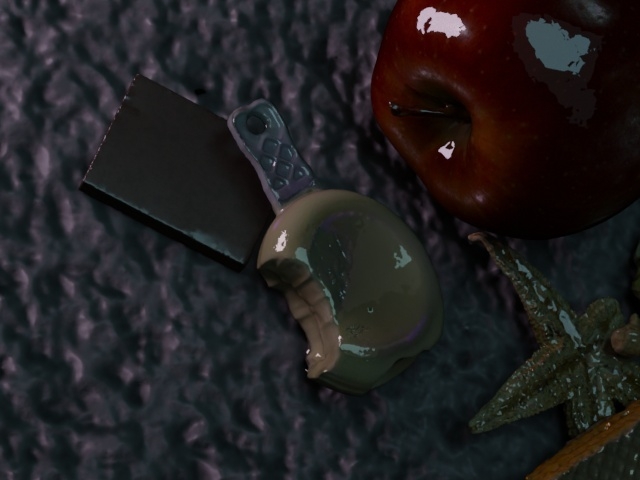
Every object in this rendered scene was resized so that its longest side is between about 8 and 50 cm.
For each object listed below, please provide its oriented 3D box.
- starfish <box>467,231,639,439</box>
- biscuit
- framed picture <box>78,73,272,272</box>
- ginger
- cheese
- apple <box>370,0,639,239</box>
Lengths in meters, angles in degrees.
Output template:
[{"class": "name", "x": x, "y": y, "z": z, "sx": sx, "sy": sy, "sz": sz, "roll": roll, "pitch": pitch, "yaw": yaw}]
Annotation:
[{"class": "starfish", "x": 0.228, "y": 0.122, "z": 1.775, "sx": 0.295, "sy": 0.048, "sz": 0.231, "roll": 44, "pitch": 57, "yaw": -14}, {"class": "biscuit", "x": 0.339, "y": 0.182, "z": 1.778, "sx": 0.378, "sy": 0.054, "sz": 0.094, "roll": -27, "pitch": 105, "yaw": -32}, {"class": "framed picture", "x": -0.123, "y": -0.063, "z": 1.737, "sx": 0.168, "sy": 0.023, "sz": 0.128, "roll": 28, "pitch": 62, "yaw": -9}, {"class": "ginger", "x": 0.329, "y": 0.057, "z": 1.835, "sx": 0.069, "sy": 0.051, "sz": 0.173, "roll": 49, "pitch": 38, "yaw": -25}, {"class": "cheese", "x": 0.000, "y": 0.000, "z": 1.717, "sx": 0.163, "sy": 0.082, "sz": 0.286, "roll": -32, "pitch": 87, "yaw": -32}, {"class": "apple", "x": 0.210, "y": -0.146, "z": 1.760, "sx": 0.317, "sy": 0.288, "sz": 0.288, "roll": -16, "pitch": 77, "yaw": -35}]
